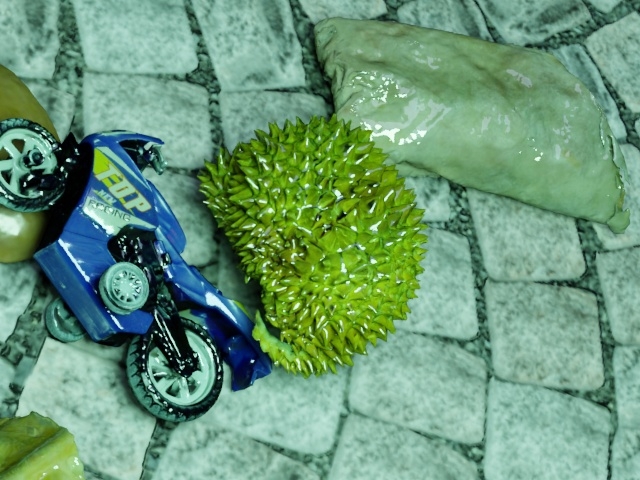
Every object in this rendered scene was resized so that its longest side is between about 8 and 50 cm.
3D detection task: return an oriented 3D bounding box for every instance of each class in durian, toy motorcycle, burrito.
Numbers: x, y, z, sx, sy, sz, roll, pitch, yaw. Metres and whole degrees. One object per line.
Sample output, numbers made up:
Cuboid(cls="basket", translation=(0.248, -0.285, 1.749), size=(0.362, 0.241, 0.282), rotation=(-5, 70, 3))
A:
Cuboid(cls="durian", translation=(0.000, -0.004, 1.603), size=(0.200, 0.176, 0.237), rotation=(18, 49, -40))
Cuboid(cls="toy motorcycle", translation=(-0.160, 0.010, 1.575), size=(0.169, 0.113, 0.315), rotation=(-41, 99, -39))
Cuboid(cls="burrito", translation=(0.155, -0.126, 1.799), size=(0.348, 0.107, 0.175), rotation=(13, 75, -17))

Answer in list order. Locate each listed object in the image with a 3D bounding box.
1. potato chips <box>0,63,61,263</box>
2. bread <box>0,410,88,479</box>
Cuboid(cls="potato chips", translation=(-0.294, -0.076, 1.594), size=(0.150, 0.049, 0.201), rotation=(-14, 71, -31))
Cuboid(cls="bread", translation=(-0.288, 0.255, 1.389), size=(0.152, 0.130, 0.268), rotation=(26, 49, 33))
